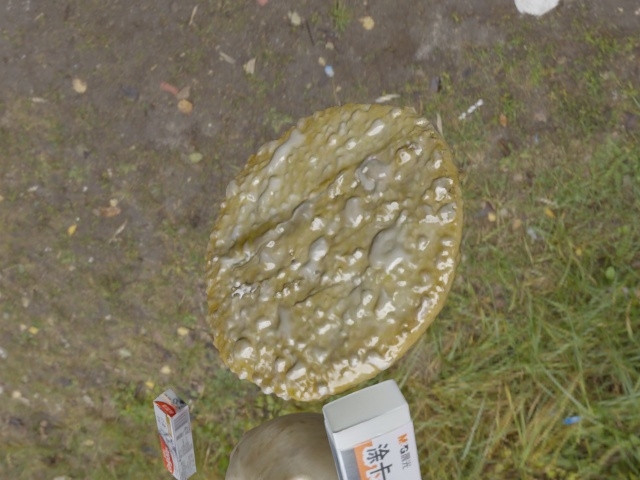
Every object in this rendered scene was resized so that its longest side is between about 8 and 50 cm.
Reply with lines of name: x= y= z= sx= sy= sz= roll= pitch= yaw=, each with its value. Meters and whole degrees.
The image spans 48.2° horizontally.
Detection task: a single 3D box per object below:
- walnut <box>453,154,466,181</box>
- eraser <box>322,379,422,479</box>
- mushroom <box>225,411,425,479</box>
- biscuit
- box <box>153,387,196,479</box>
walnut: x=0.097 y=-0.058 z=0.678 sx=0.083 sy=0.096 sz=0.079 roll=-4 pitch=102 yaw=17
eraser: x=0.037 y=0.147 z=0.465 sx=0.052 sy=0.029 sz=0.122 roll=-20 pitch=125 yaw=-10
mushroom: x=-0.025 y=0.313 z=0.631 sx=0.290 sy=0.292 sz=0.292 roll=-20 pitch=132 yaw=-29
biscuit: x=0.001 y=0.000 z=0.494 sx=0.220 sy=0.219 sz=0.033 roll=-28 pitch=146 yaw=23
box: x=-0.258 y=0.353 z=1.277 sx=0.055 sy=0.039 sz=0.218 roll=34 pitch=140 yaw=27
